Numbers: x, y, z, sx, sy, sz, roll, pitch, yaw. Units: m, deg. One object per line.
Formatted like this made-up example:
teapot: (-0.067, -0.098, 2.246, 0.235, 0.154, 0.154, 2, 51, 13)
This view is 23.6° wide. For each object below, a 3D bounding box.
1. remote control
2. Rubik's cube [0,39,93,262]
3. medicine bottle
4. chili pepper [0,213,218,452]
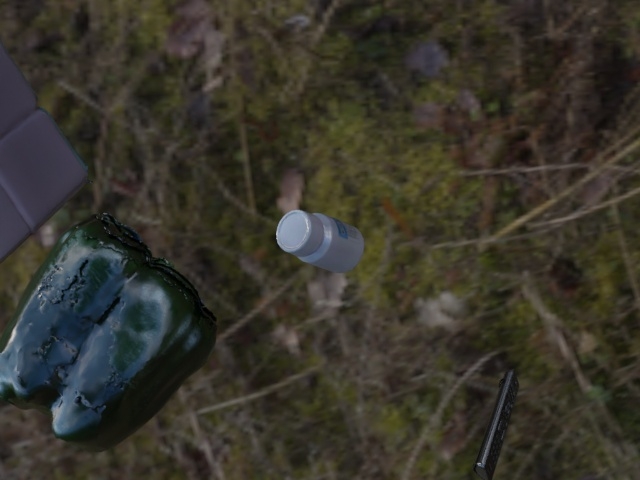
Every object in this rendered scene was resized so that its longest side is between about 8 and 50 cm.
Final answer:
remote control: (0.139, 0.146, 1.217, 0.016, 0.034, 0.091, 8, 57, 24)
Rubik's cube: (-0.354, -0.055, 1.194, 0.231, 0.221, 0.224, -28, 104, 22)
medicine bottle: (0.000, 0.000, 1.537, 0.052, 0.089, 0.052, -12, 70, 36)
chili pepper: (-0.257, 0.115, 1.794, 0.233, 0.248, 0.256, 38, 81, 4)
